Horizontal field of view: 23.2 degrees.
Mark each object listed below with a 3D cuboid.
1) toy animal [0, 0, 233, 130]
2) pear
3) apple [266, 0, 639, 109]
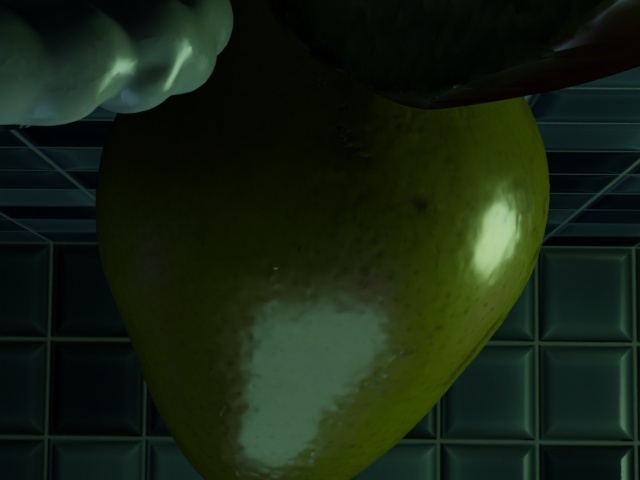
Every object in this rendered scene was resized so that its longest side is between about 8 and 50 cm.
[{"bbox_3d":[-0.115,-0.132,0.483,0.156,0.204,0.208,-12,-163,-16],"label":"toy animal"},{"bbox_3d":[-0.011,-0.007,0.965,0.285,0.336,0.285,32,-166,-9],"label":"pear"},{"bbox_3d":[0.087,-0.156,0.410,0.254,0.179,0.346,-39,-167,-25],"label":"apple"}]
